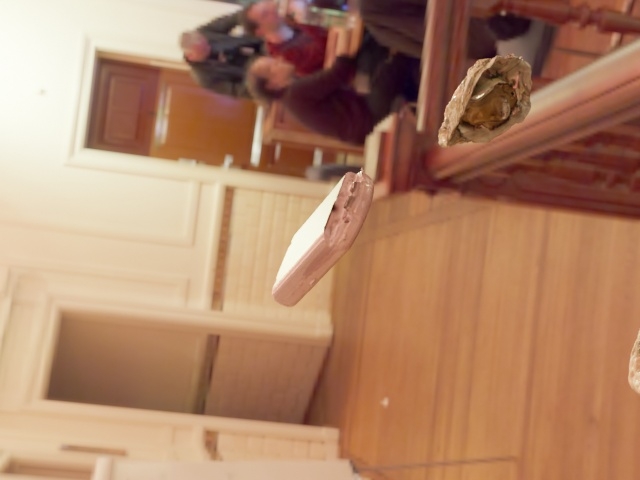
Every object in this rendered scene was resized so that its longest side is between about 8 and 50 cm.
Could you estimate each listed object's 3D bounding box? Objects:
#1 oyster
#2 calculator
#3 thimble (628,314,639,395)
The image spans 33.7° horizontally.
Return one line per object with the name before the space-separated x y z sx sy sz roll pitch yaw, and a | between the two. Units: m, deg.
oyster | 0.159 -0.132 1.005 0.037 0.100 0.098 24 106 49
calculator | 0.000 0.000 1.057 0.175 0.032 0.100 -48 16 50
thimble | 0.557 0.155 1.523 0.229 0.148 0.196 119 173 -57
